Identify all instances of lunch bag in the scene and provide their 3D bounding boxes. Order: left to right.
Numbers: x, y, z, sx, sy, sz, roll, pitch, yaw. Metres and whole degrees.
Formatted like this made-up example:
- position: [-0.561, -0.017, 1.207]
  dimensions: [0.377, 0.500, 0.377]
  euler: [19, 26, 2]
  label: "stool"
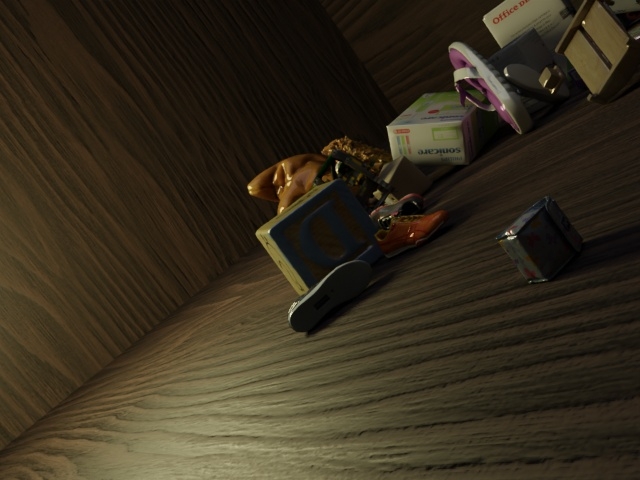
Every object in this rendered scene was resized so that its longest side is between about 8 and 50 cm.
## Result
- position: [0.257, -0.003, 0.884]
  dimensions: [0.083, 0.071, 0.053]
  euler: [-38, 6, -23]
  label: "lunch bag"

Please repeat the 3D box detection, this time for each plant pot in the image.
- position: [0.199, -0.135, 1.963]
  dimensions: [0.096, 0.109, 0.109]
  euler: [-53, 13, -22]
  label: "plant pot"

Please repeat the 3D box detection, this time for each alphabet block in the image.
- position: [0.000, 0.000, 1.637]
  dimensions: [0.193, 0.192, 0.197]
  euler: [-35, 6, -11]
  label: "alphabet block"

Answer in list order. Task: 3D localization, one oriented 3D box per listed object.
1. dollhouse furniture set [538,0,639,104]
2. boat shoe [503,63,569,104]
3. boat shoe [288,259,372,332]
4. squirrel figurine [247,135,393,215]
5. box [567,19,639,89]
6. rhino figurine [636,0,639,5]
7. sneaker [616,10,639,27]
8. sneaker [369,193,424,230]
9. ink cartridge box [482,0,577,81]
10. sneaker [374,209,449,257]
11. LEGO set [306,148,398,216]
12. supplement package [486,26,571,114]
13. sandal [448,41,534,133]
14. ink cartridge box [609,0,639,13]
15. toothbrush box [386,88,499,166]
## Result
- position: [0.622, -0.354, 1.477]
  dimensions: [0.303, 0.174, 0.355]
  euler: [-99, 25, -45]
  label: "dollhouse furniture set"
- position: [0.500, -0.364, 1.824]
  dimensions: [0.184, 0.066, 0.063]
  euler: [7, -29, -26]
  label: "boat shoe"
- position: [0.012, 0.096, 1.432]
  dimensions: [0.183, 0.065, 0.083]
  euler: [-37, 8, -3]
  label: "boat shoe"
- position: [0.049, -0.164, 2.220]
  dimensions: [0.397, 0.281, 0.370]
  euler: [-41, 14, -17]
  label: "squirrel figurine"
- position: [0.715, -0.447, 1.705]
  dimensions: [0.201, 0.057, 0.293]
  euler: [-39, 7, -20]
  label: "box"
- position: [0.735, -0.523, 1.523]
  dimensions: [0.243, 0.106, 0.073]
  euler: [-21, 50, 40]
  label: "rhino figurine"
- position: [0.674, -0.505, 1.802]
  dimensions: [0.221, 0.083, 0.087]
  euler: [-30, -7, -1]
  label: "sneaker"
- position: [0.163, -0.052, 1.746]
  dimensions: [0.158, 0.061, 0.065]
  euler: [-35, 13, 13]
  label: "sneaker"
- position: [0.595, -0.546, 2.058]
  dimensions: [0.198, 0.272, 0.115]
  euler: [-31, 8, 31]
  label: "ink cartridge box"
- position: [0.168, -0.021, 1.462]
  dimensions: [0.175, 0.067, 0.064]
  euler: [-28, 9, 41]
  label: "sneaker"
- position: [0.065, -0.060, 1.898]
  dimensions: [0.331, 0.192, 0.255]
  euler: [-55, -11, -4]
  label: "LEGO set"
- position: [0.529, -0.425, 1.953]
  dimensions: [0.105, 0.179, 0.105]
  euler: [-41, 8, -36]
  label: "supplement package"
- position: [0.382, -0.374, 1.891]
  dimensions: [0.102, 0.169, 0.416]
  euler: [-35, 32, 8]
  label: "sandal"
- position: [0.715, -0.550, 1.649]
  dimensions: [0.223, 0.045, 0.224]
  euler: [-6, -5, 2]
  label: "ink cartridge box"
- position: [0.329, -0.299, 2.033]
  dimensions: [0.206, 0.122, 0.283]
  euler: [1, 28, 30]
  label: "toothbrush box"
